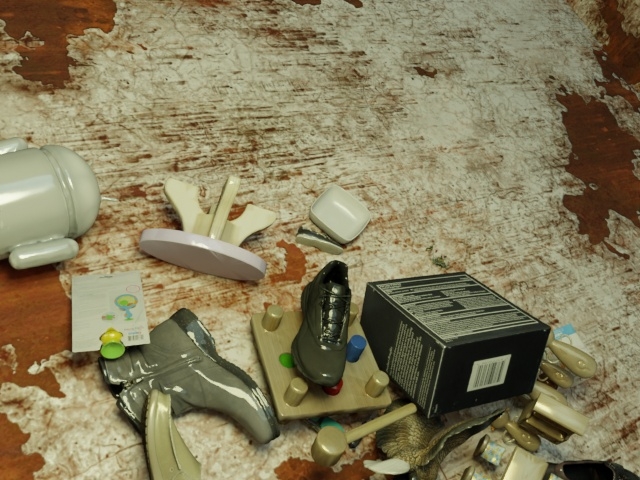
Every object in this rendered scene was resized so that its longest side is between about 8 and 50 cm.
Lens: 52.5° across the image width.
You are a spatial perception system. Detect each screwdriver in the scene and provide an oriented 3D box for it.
[{"bbox_3d":[0.104,0.390,1.426,0.024,0.025,0.170,39,41,4],"label":"screwdriver"}]

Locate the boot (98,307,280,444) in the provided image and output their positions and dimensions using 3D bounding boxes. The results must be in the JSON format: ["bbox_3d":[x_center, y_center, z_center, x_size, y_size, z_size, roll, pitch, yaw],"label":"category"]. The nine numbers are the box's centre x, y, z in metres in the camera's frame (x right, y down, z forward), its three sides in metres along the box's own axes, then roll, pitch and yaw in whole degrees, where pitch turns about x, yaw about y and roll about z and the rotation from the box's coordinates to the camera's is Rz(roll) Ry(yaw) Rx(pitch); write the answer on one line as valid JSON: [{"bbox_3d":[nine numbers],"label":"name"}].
[{"bbox_3d":[-0.257,0.312,1.258,0.338,0.118,0.223,43,56,16],"label":"boot"}]

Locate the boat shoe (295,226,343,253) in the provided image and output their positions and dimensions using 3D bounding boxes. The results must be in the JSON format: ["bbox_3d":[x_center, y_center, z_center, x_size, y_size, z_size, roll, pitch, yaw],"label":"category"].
[{"bbox_3d":[0.000,0.000,1.627,0.125,0.046,0.038,16,57,-5],"label":"boat shoe"}]

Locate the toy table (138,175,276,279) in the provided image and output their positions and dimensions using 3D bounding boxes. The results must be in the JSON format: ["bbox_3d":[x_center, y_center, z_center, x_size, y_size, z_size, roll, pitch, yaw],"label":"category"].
[{"bbox_3d":[-0.237,-0.027,1.417,0.274,0.252,0.160,22,66,-26],"label":"toy table"}]

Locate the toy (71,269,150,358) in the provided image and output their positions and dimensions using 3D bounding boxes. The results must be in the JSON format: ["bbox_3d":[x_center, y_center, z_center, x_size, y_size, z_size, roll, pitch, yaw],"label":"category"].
[{"bbox_3d":[-0.418,0.149,1.287,0.137,0.056,0.237,-5,31,-18],"label":"toy"}]

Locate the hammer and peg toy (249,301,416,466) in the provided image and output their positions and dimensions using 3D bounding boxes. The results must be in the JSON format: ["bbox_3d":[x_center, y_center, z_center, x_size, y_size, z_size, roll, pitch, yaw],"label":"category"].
[{"bbox_3d":[0.018,0.293,1.340,0.266,0.127,0.361,0,46,-26],"label":"hammer and peg toy"}]

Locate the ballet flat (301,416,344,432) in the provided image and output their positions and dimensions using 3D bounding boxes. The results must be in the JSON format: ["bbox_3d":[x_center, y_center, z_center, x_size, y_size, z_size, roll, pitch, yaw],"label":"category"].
[{"bbox_3d":[-0.002,0.383,1.357,0.114,0.041,0.041,31,49,12],"label":"ballet flat"}]

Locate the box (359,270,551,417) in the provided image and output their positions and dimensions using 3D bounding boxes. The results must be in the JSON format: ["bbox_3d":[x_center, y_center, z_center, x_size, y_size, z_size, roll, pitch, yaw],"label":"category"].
[{"bbox_3d":[0.286,0.216,1.448,0.297,0.182,0.294,-4,25,-28],"label":"box"}]

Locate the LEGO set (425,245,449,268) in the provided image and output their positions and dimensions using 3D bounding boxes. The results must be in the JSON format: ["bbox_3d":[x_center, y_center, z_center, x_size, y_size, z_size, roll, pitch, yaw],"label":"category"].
[{"bbox_3d":[0.317,0.050,1.764,0.054,0.023,0.083,-1,45,-29],"label":"LEGO set"}]

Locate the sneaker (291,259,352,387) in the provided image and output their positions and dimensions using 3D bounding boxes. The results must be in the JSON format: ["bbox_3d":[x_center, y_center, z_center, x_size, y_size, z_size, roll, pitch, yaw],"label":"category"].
[{"bbox_3d":[0.011,0.154,1.287,0.109,0.130,0.286,14,42,-15],"label":"sneaker"}]

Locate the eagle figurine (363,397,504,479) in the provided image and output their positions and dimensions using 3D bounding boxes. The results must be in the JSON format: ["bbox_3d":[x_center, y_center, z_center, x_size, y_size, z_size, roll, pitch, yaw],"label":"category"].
[{"bbox_3d":[0.221,0.437,1.342,0.226,0.225,0.298,26,60,8],"label":"eagle figurine"}]

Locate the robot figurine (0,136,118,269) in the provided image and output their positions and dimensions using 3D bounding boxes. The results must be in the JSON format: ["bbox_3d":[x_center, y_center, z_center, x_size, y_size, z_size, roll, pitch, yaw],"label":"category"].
[{"bbox_3d":[-0.595,-0.075,1.287,0.354,0.200,0.299,-22,74,-35],"label":"robot figurine"}]

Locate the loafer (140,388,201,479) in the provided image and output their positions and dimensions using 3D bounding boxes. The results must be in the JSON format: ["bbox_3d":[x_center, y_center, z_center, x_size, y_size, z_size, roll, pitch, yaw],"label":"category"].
[{"bbox_3d":[-0.260,0.393,1.148,0.092,0.102,0.268,-7,89,-21],"label":"loafer"}]

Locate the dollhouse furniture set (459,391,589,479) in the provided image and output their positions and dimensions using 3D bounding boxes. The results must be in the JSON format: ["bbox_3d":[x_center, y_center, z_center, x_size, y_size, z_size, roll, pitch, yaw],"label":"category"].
[{"bbox_3d":[0.445,0.465,1.366,0.212,0.161,0.242,27,69,14],"label":"dollhouse furniture set"}]

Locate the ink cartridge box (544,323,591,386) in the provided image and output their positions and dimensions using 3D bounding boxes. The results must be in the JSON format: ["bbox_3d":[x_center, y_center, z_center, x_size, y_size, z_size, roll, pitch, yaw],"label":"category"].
[{"bbox_3d":[0.632,0.307,1.686,0.090,0.092,0.143,-11,63,-31],"label":"ink cartridge box"}]

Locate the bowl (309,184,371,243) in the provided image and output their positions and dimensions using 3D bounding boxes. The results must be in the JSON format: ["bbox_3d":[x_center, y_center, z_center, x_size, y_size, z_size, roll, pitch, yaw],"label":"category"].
[{"bbox_3d":[0.047,-0.061,1.685,0.142,0.053,0.142,39,50,5],"label":"bowl"}]

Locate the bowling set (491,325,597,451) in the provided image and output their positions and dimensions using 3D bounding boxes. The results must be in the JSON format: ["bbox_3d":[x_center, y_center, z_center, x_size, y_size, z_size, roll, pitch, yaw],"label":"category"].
[{"bbox_3d":[0.513,0.349,1.579,0.154,0.200,0.287,36,92,7],"label":"bowling set"}]

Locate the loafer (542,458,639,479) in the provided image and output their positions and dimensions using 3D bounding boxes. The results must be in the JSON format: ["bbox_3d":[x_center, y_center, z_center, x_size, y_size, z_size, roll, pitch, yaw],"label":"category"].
[{"bbox_3d":[0.642,0.563,1.510,0.303,0.095,0.109,11,54,-19],"label":"loafer"}]
